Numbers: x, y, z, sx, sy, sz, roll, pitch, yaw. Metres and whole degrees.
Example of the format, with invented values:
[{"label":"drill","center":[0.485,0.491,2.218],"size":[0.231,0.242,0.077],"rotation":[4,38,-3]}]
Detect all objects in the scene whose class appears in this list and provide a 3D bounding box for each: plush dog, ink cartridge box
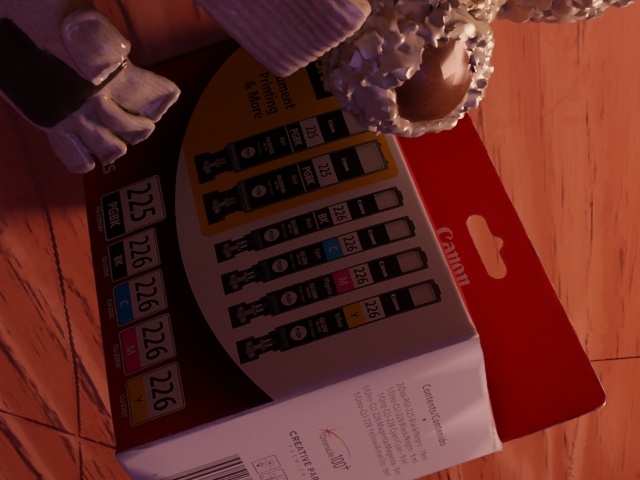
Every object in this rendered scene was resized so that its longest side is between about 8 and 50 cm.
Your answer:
[{"label":"plush dog","center":[0.051,-0.217,0.638],"size":[0.262,0.210,0.225],"rotation":[-34,129,-26]},{"label":"ink cartridge box","center":[0.000,0.000,0.723],"size":[0.272,0.309,0.130],"rotation":[-19,138,1]}]

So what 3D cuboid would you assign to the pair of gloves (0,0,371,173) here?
[{"label":"pair of gloves","center":[-0.117,-0.134,0.552],"size":[0.240,0.042,0.204],"rotation":[-17,126,39]}]
